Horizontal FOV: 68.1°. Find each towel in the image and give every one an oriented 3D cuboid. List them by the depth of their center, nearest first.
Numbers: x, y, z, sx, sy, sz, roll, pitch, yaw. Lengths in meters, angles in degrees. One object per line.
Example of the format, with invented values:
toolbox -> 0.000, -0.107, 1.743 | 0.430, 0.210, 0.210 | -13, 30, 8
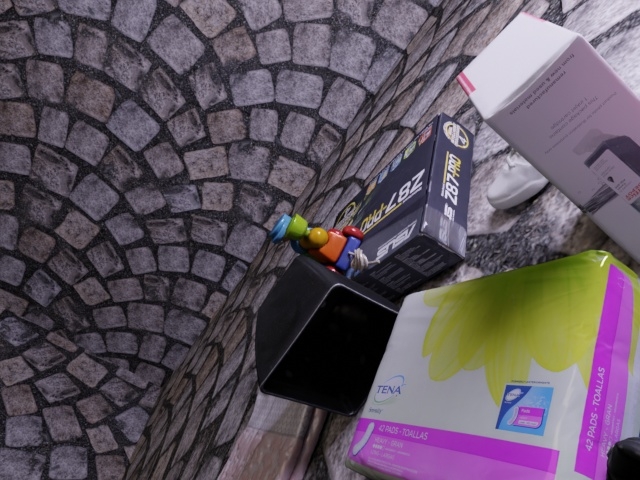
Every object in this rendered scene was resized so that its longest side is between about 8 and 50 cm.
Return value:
towel -> -0.117, 0.423, 0.896 | 0.332, 0.053, 0.317 | -34, 27, 61

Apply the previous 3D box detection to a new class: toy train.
toy train -> 0.000, 0.000, 0.854 | 0.105, 0.143, 0.248 | -63, 15, -10

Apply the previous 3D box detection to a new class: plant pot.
plant pot -> 0.005, 0.132, 0.741 | 0.188, 0.187, 0.167 | -55, 33, 9

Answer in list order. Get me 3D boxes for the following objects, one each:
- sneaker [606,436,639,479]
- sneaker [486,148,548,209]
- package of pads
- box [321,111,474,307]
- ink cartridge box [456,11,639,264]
sneaker -> 0.225, 0.128, 0.289 | 0.152, 0.085, 0.058 | -62, 14, -21
sneaker -> 0.291, -0.137, 0.641 | 0.212, 0.094, 0.080 | -49, 17, 30
package of pads -> 0.157, 0.143, 0.460 | 0.296, 0.101, 0.229 | -31, 30, 61
box -> 0.128, -0.018, 0.940 | 0.395, 0.097, 0.318 | -43, 23, 49
ink cartridge box -> 0.246, -0.097, 0.444 | 0.092, 0.218, 0.158 | -44, 18, 27
